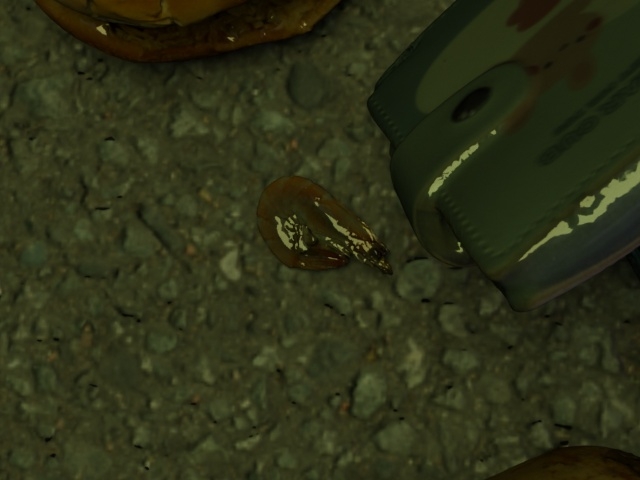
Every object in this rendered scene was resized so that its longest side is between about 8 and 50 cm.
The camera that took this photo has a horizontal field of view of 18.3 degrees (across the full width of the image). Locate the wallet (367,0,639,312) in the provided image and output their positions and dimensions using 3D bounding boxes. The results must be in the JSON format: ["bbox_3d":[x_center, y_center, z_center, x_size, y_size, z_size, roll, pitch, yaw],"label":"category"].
[{"bbox_3d":[0.152,-0.088,1.207,0.252,0.360,0.083,-41,113,6],"label":"wallet"}]

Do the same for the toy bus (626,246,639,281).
[{"bbox_3d":[0.309,-0.056,1.226,0.271,0.165,0.133,-28,74,7],"label":"toy bus"}]

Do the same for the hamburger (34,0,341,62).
[{"bbox_3d":[-0.100,-0.285,1.371,0.290,0.170,0.314,-22,73,2],"label":"hamburger"}]

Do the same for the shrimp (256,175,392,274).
[{"bbox_3d":[0.000,0.000,1.365,0.108,0.023,0.059,41,100,17],"label":"shrimp"}]

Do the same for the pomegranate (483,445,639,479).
[{"bbox_3d":[0.142,0.258,1.156,0.281,0.281,0.281,-3,78,13],"label":"pomegranate"}]
